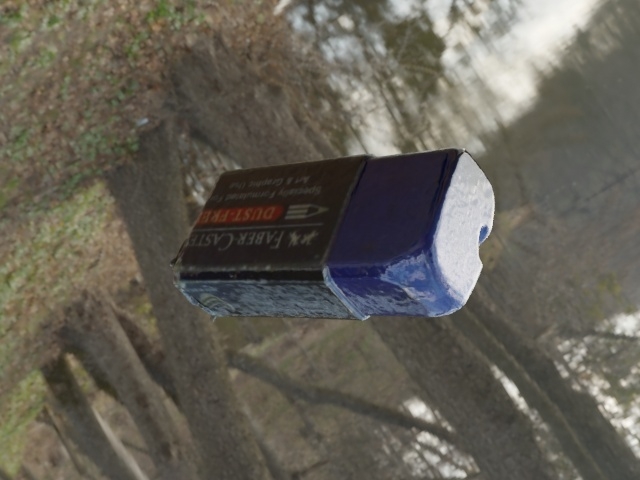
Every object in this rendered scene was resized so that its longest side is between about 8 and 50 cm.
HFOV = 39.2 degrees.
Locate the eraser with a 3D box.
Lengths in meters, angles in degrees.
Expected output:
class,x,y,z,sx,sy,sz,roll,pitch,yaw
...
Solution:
class,x,y,z,sx,sy,sz,roll,pitch,yaw
eraser,0.000,0.000,0.899,0.332,0.101,0.155,-3,-126,40
